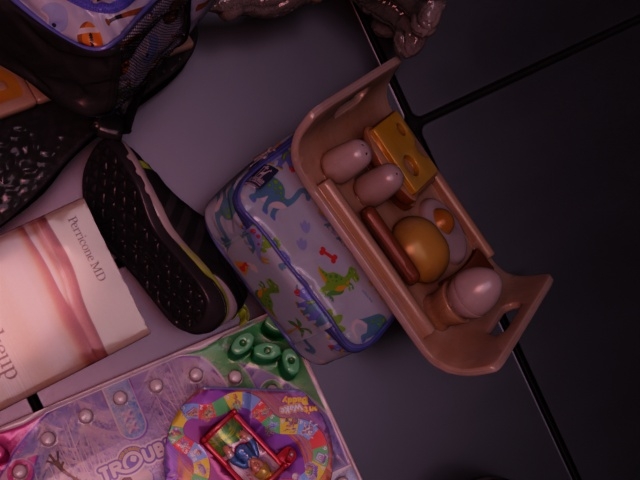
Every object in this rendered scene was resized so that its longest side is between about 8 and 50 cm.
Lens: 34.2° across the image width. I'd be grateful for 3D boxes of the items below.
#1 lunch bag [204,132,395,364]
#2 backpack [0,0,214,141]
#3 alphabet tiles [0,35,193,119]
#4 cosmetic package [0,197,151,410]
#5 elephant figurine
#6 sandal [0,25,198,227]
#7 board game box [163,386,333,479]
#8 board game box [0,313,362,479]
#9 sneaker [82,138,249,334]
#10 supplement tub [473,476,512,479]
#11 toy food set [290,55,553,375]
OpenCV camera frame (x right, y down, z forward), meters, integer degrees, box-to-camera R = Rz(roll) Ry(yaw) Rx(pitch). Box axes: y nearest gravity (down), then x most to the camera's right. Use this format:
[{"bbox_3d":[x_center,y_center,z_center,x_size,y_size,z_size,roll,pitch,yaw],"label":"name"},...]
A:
[{"bbox_3d":[0.000,0.000,1.074,0.219,0.090,0.176,54,49,-7],"label":"lunch bag"},{"bbox_3d":[-0.210,-0.274,0.933,0.276,0.213,0.263,35,51,2],"label":"backpack"},{"bbox_3d":[-0.292,-0.268,1.016,0.342,0.011,0.285,-26,79,-26],"label":"alphabet tiles"},{"bbox_3d":[-0.328,0.091,0.979,0.296,0.129,0.153,-28,94,-16],"label":"cosmetic package"},{"bbox_3d":[0.019,-0.303,1.086,0.239,0.186,0.169,18,123,-8],"label":"elephant figurine"},{"bbox_3d":[-0.308,-0.111,1.022,0.445,0.107,0.167,-37,93,-27],"label":"sandal"},{"bbox_3d":[-0.067,0.208,1.012,0.168,0.033,0.133,4,73,-10],"label":"board game box"},{"bbox_3d":[-0.130,0.311,1.015,0.390,0.050,0.390,-22,79,-15],"label":"board game box"},{"bbox_3d":[-0.156,-0.003,1.070,0.235,0.084,0.097,57,31,8],"label":"sneaker"},{"bbox_3d":[0.213,0.316,1.078,0.117,0.190,0.117,1,86,-15],"label":"supplement tub"},{"bbox_3d":[0.118,-0.034,1.067,0.306,0.092,0.220,56,36,-6],"label":"toy food set"}]
